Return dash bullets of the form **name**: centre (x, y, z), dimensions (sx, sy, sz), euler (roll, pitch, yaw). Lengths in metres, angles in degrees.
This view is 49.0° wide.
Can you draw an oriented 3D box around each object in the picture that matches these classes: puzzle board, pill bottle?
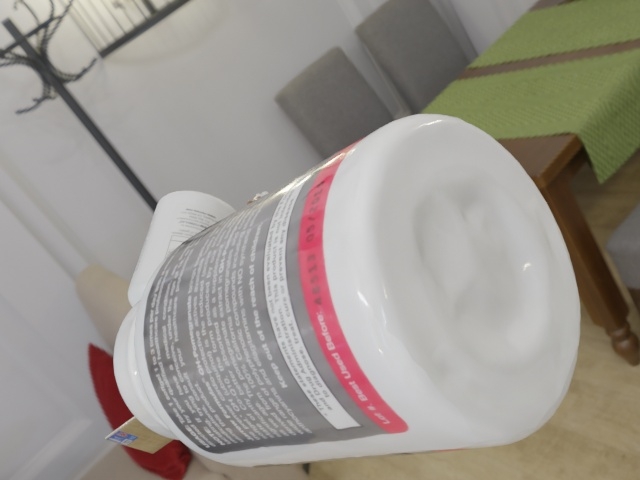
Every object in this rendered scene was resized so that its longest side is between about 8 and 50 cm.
- **puzzle board**: centre (-0.308, 0.343, 1.263), dimensions (0.096, 0.128, 0.011), euler (-35, 51, 11)
- **pill bottle**: centre (-0.013, 0.057, 0.467), dimensions (0.318, 0.176, 0.176), euler (-24, 24, 47)
- **pill bottle**: centre (-0.195, 0.057, 0.982), dimensions (0.131, 0.131, 0.229), euler (-15, 51, 38)

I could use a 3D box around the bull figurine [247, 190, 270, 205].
- **bull figurine**: centre (0.000, 0.000, 1.213), dimensions (0.188, 0.310, 0.101), euler (-83, 10, -72)
